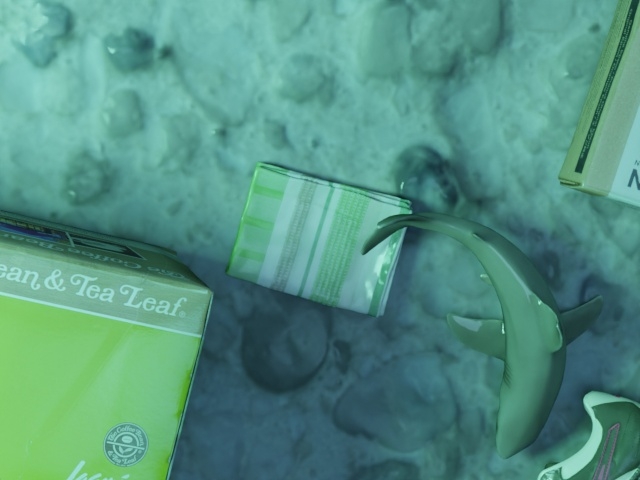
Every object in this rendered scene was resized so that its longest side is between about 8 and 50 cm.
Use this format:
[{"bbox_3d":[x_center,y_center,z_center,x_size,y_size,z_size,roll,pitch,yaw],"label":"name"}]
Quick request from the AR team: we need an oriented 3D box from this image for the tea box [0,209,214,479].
[{"bbox_3d":[-0.296,0.139,1.520,0.329,0.220,0.323,14,96,-15],"label":"tea box"}]

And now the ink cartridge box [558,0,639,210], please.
[{"bbox_3d":[0.362,-0.106,1.648,0.234,0.088,0.193,17,93,-9],"label":"ink cartridge box"}]

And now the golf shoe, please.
[{"bbox_3d":[0.239,0.272,1.684,0.120,0.105,0.273,32,88,9],"label":"golf shoe"}]

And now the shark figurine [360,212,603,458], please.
[{"bbox_3d":[0.170,0.054,1.622,0.166,0.116,0.278,-35,108,-5],"label":"shark figurine"}]

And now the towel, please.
[{"bbox_3d":[0.000,0.000,1.651,0.152,0.023,0.113,15,94,-8],"label":"towel"}]
